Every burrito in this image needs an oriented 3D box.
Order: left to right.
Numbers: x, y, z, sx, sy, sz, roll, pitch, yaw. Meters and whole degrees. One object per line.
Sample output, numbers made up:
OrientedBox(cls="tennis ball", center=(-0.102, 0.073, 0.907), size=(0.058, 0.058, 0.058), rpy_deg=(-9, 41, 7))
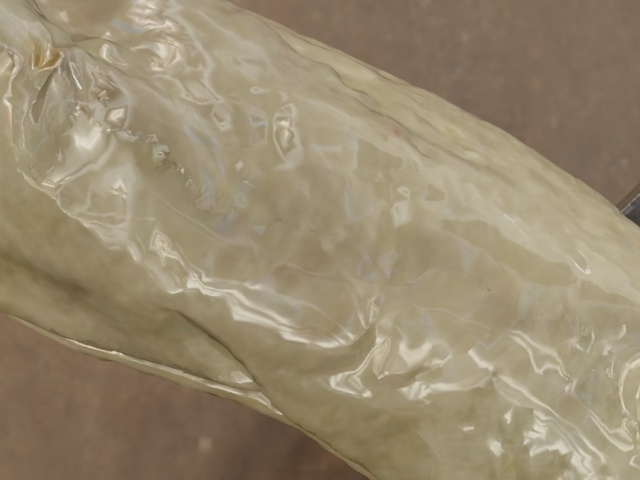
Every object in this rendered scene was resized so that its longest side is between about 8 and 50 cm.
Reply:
OrientedBox(cls="burrito", center=(0.000, 0.000, 0.404), size=(0.392, 0.076, 0.117), rpy_deg=(28, 23, -7))

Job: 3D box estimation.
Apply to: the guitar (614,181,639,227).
OrientedBox(cls="guitar", center=(0.093, 0.038, 0.781), size=(0.025, 0.088, 0.233), rpy_deg=(45, 63, 4))
